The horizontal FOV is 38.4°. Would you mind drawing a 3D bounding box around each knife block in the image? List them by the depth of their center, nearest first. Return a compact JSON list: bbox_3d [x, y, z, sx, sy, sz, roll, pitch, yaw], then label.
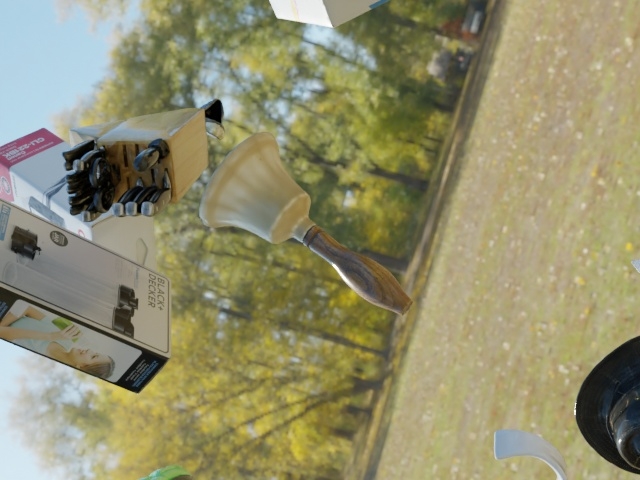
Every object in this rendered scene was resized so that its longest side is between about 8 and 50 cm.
[{"bbox_3d":[-0.207,-0.097,1.177,0.275,0.242,0.088,-17,-67,-37],"label":"knife block"}]

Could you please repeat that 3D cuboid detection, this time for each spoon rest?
[{"bbox_3d":[0.338,0.388,1.342,0.276,0.084,0.137,62,-157,-25],"label":"spoon rest"}]

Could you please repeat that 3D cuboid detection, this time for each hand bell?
[{"bbox_3d":[0.000,0.000,0.988,0.126,0.242,0.126,-47,-18,-20],"label":"hand bell"}]

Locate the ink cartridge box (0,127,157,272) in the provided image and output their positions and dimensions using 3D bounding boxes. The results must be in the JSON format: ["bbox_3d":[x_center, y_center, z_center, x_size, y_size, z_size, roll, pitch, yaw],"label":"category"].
[{"bbox_3d":[-0.394,-0.028,1.472,0.114,0.272,0.197,-34,-38,-37],"label":"ink cartridge box"}]

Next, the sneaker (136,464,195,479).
[{"bbox_3d":[-0.209,0.499,1.324,0.185,0.202,0.483,-32,-38,-28],"label":"sneaker"}]

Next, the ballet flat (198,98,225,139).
[{"bbox_3d":[-0.196,-0.220,1.646,0.049,0.057,0.173,-52,22,12],"label":"ballet flat"}]

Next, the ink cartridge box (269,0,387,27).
[{"bbox_3d":[0.009,-0.494,1.626,0.232,0.171,0.168,31,148,58],"label":"ink cartridge box"}]

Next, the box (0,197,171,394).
[{"bbox_3d":[-0.343,0.073,1.233,0.087,0.290,0.169,-46,31,25],"label":"box"}]

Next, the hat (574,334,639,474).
[{"bbox_3d":[0.650,0.345,1.755,0.134,0.331,0.331,-53,-21,-63],"label":"hat"}]

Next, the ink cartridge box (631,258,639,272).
[{"bbox_3d":[0.717,0.065,1.811,0.198,0.115,0.067,-118,22,-51],"label":"ink cartridge box"}]
